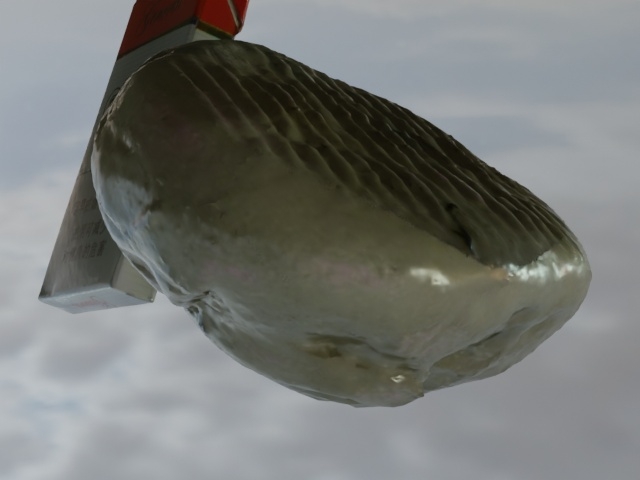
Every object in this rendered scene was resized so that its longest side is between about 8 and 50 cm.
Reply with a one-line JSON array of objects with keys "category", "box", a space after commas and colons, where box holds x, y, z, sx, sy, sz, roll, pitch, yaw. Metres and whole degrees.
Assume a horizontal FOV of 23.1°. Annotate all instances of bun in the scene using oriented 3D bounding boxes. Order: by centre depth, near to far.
[{"category": "bun", "box": [0.000, 0.000, 0.666, 0.237, 0.116, 0.210, 14, -160, -46]}]

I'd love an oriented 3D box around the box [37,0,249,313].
[{"category": "box", "box": [-0.110, -0.074, 1.005, 0.035, 0.245, 0.139, 23, 163, -25]}]
